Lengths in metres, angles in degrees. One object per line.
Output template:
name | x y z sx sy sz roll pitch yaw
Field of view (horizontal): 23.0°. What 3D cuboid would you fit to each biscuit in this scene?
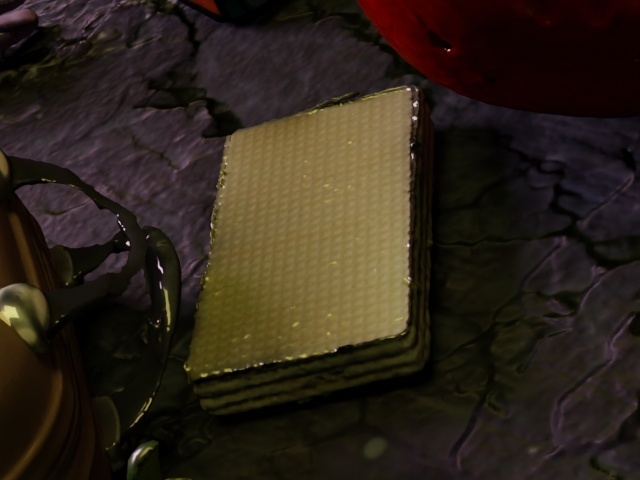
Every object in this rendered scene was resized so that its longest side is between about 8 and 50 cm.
biscuit | 0.000 0.000 0.814 0.121 0.040 0.199 -16 39 19

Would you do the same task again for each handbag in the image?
handbag | -0.202 0.062 0.784 0.283 0.149 0.302 -26 37 0

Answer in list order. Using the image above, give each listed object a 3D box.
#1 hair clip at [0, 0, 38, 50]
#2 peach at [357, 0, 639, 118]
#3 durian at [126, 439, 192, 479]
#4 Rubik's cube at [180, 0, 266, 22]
hair clip | -0.330 -0.110 1.078 0.278 0.137 0.090 -37 75 -10
peach | 0.152 -0.232 0.741 0.370 0.370 0.370 -17 40 14
durian | -0.188 0.220 0.605 0.106 0.132 0.375 36 81 24
Rubik's cube | -0.080 -0.358 1.065 0.288 0.283 0.293 -39 43 -15
